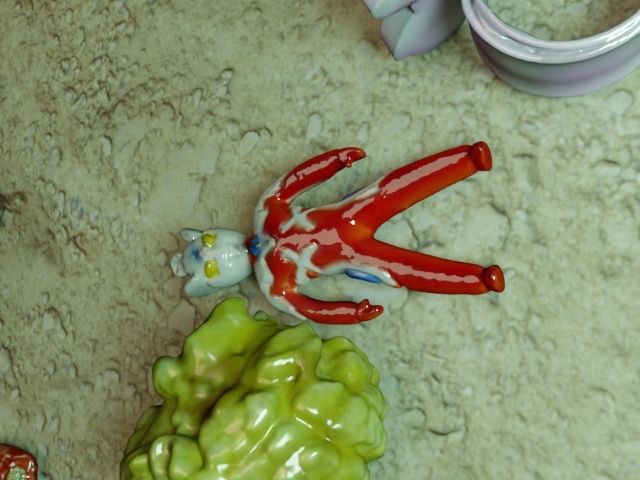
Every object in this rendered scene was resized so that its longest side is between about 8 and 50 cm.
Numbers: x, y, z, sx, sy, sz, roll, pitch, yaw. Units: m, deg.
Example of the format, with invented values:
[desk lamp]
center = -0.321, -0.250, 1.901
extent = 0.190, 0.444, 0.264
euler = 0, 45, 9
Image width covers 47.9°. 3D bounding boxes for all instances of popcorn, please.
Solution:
[popcorn]
center = -0.069, 0.193, 0.712
extent = 0.270, 0.224, 0.257
euler = 1, 63, 41

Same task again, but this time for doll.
[doll]
center = 0.000, 0.000, 0.778
extent = 0.384, 0.099, 0.188
euler = -11, 77, 26

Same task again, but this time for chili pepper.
[chili pepper]
center = -0.451, 0.325, 1.010
extent = 0.123, 0.073, 0.070
euler = -1, 123, 33

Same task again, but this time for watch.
[watch]
center = 0.191, -0.231, 0.647
extent = 0.248, 0.211, 0.217
euler = -45, 71, 8
